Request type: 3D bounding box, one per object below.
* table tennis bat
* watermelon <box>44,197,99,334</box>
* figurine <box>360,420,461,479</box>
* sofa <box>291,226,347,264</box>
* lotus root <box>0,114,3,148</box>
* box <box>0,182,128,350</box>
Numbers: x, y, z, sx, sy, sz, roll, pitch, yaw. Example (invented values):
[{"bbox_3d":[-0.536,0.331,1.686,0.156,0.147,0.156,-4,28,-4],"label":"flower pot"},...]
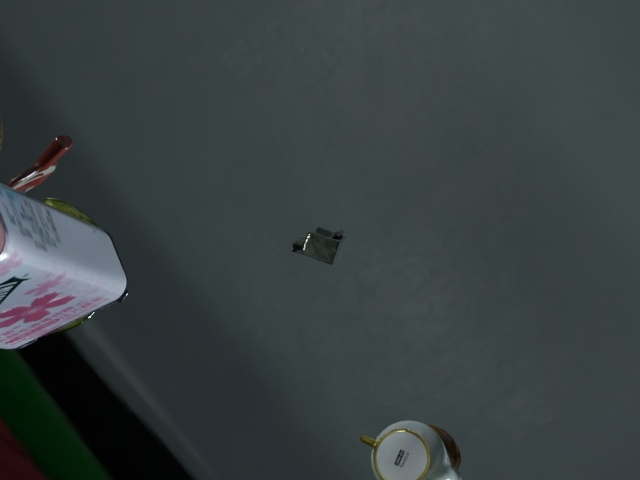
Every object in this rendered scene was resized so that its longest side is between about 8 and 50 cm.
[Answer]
[{"bbox_3d":[-0.353,-0.083,1.494,0.019,0.155,0.098,54,-143,1],"label":"table tennis bat"},{"bbox_3d":[-0.322,0.039,1.624,0.092,0.075,0.181,16,-104,-58],"label":"watermelon"},{"bbox_3d":[0.170,0.397,2.206,0.189,0.142,0.263,29,177,18],"label":"figurine"},{"bbox_3d":[0.000,0.000,2.241,0.085,0.060,0.147,18,-174,6],"label":"sofa"},{"bbox_3d":[-0.427,-0.146,1.334,0.124,0.123,0.241,14,-150,-43],"label":"lotus root"},{"bbox_3d":[-0.355,0.037,1.327,0.370,0.190,0.112,39,-152,-75],"label":"box"}]
